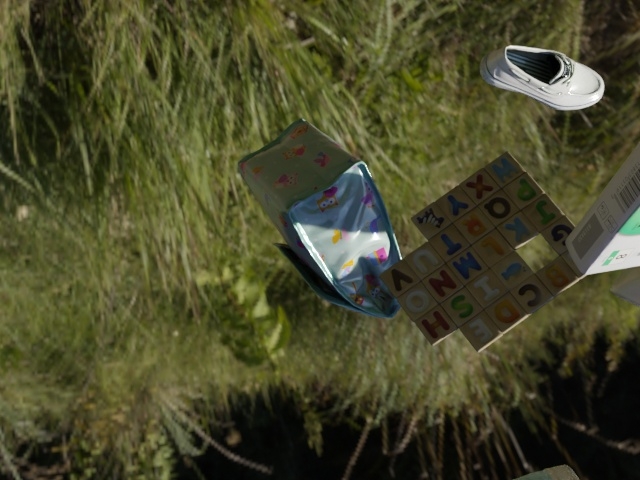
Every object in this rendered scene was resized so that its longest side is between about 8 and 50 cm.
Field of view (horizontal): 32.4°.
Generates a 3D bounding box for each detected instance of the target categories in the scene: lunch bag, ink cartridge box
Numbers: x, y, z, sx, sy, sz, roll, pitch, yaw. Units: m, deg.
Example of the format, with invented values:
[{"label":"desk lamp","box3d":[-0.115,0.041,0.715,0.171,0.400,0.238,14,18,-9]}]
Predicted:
[{"label":"lunch bag","box3d":[0.015,-0.019,1.641,0.160,0.223,0.262,-34,124,-7]},{"label":"ink cartridge box","box3d":[0.396,-0.045,1.170,0.224,0.056,0.181,-6,147,-22]}]

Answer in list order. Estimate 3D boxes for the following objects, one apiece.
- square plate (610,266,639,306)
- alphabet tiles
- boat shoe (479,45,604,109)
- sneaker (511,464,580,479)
[{"label":"square plate","box3d":[0.574,0.087,1.471,0.344,0.347,0.049,26,110,14]},{"label":"alphabet tiles","box3d":[0.203,0.021,1.395,0.237,0.198,0.009,-35,155,-5]},{"label":"boat shoe","box3d":[0.366,-0.260,1.751,0.226,0.083,0.076,4,168,-22]},{"label":"sneaker","box3d":[0.303,0.405,1.438,0.150,0.366,0.135,-16,93,-1]}]
